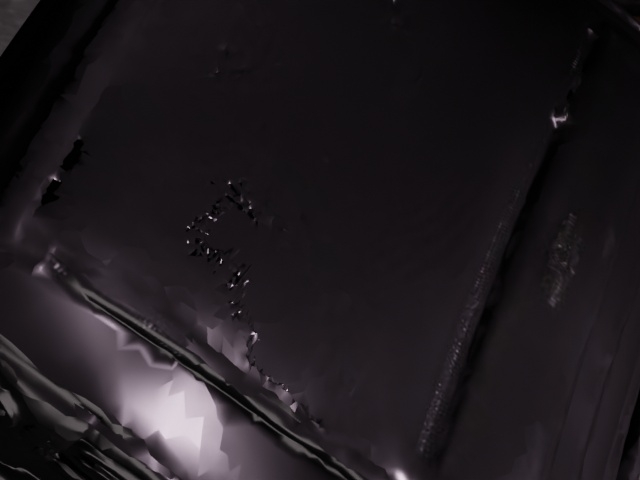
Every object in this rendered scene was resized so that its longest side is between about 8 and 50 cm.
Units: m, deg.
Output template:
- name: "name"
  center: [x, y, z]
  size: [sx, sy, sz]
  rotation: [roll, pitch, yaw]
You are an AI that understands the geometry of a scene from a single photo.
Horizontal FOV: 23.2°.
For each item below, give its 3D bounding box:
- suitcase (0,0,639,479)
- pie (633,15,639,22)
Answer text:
- name: "suitcase"
  center: [0.000, 0.000, 0.659]
  size: [0.339, 0.345, 0.188]
  rotation: [37, 142, -16]
- name: "pie"
  center: [0.228, -0.026, 0.906]
  size: [0.339, 0.083, 0.339]
  rotation: [10, 157, 4]
